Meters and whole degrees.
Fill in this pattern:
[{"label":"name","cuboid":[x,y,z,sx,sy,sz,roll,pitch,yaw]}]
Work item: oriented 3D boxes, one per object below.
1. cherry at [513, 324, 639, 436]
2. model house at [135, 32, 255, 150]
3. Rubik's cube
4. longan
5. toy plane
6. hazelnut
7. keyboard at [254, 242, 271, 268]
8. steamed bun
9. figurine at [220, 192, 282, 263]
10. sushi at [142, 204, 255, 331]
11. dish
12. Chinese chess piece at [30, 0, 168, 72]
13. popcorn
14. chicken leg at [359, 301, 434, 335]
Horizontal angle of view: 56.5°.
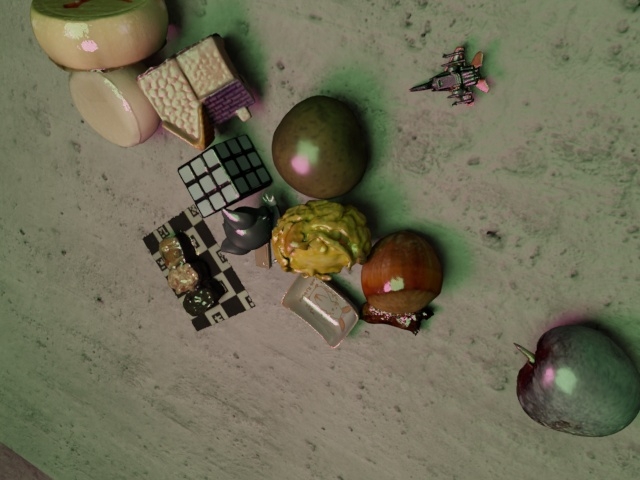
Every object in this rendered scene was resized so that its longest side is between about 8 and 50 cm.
[{"label":"cherry","cuboid":[0.569,0.313,1.337,0.296,0.218,0.255,23,121,7]},{"label":"model house","cuboid":[-0.307,-0.377,1.557,0.236,0.202,0.238,-29,104,3]},{"label":"Rubik's cube","cuboid":[-0.261,-0.176,1.634,0.162,0.160,0.163,-26,96,35]},{"label":"longan","cuboid":[0.001,-0.216,1.445,0.245,0.215,0.246,7,140,6]},{"label":"toy plane","cuboid":[0.275,-0.350,1.316,0.189,0.061,0.130,-7,107,32]},{"label":"hazelnut","cuboid":[0.200,0.078,1.474,0.214,0.176,0.215,-3,83,24]},{"label":"keyboard","cuboid":[-0.170,0.002,1.747,0.055,0.017,0.166,12,116,30]},{"label":"steamed bun","cuboid":[-0.558,-0.414,1.681,0.282,0.177,0.283,26,146,19]},{"label":"figurine","cuboid":[-0.144,-0.012,1.623,0.265,0.140,0.193,28,145,-1]},{"label":"sushi","cuboid":[-0.424,0.116,1.886,0.296,0.100,0.373,-26,96,35]},{"label":"dish","cuboid":[0.010,0.180,1.681,0.212,0.077,0.151,39,122,11]},{"label":"Chinese chess piece","cuboid":[-0.564,-0.567,1.539,0.338,0.338,0.141,21,138,21]},{"label":"popcorn","cuboid":[0.000,0.000,1.487,0.250,0.250,0.190,-7,74,32]},{"label":"chicken leg","cuboid":[0.193,0.194,1.593,0.233,0.063,0.105,9,109,29]}]
